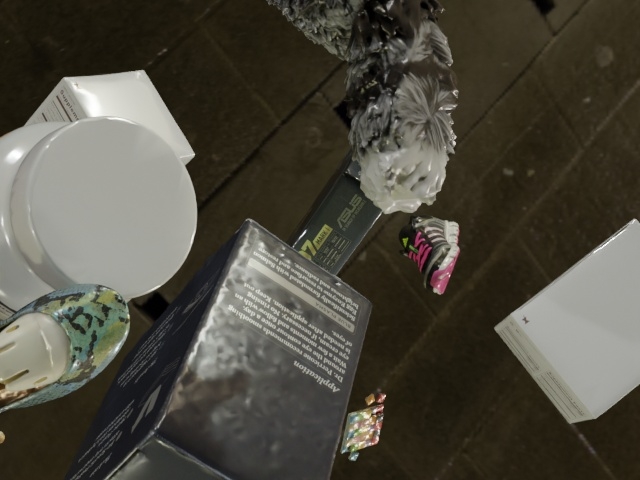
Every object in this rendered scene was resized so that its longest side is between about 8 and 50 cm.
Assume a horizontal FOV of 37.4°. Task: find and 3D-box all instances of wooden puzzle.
[{"bbox_3d":[0.047,0.204,1.028,0.049,0.006,0.083,-9,118,-37],"label":"wooden puzzle"}]

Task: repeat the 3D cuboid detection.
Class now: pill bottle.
[{"bbox_3d":[-0.228,-0.009,0.767,0.162,0.278,0.162,7,78,-38],"label":"pill bottle"}]

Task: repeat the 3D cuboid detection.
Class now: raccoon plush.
[{"bbox_3d":[-0.040,-0.235,0.914,0.216,0.299,0.446,18,71,-38],"label":"raccoon plush"}]

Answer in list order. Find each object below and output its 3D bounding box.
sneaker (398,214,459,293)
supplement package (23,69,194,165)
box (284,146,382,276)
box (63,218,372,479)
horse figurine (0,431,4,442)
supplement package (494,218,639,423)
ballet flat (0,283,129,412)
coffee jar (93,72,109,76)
[{"bbox_3d":[0.133,0.012,1.201,0.075,0.170,0.063,19,116,0],"label":"sneaker"},{"bbox_3d":[-0.301,-0.087,1.193,0.139,0.244,0.133,-21,77,-53],"label":"supplement package"},{"bbox_3d":[0.000,0.000,1.019,0.059,0.183,0.232,33,115,-4],"label":"box"},{"bbox_3d":[-0.063,0.102,0.513,0.093,0.156,0.158,34,39,-13],"label":"box"},{"bbox_3d":[-0.512,0.206,1.385,0.174,0.066,0.263,57,34,-35],"label":"horse figurine"},{"bbox_3d":[0.454,0.133,1.521,0.262,0.145,0.204,-36,79,-8],"label":"supplement package"},{"bbox_3d":[-0.211,0.087,0.623,0.188,0.070,0.070,-29,113,19],"label":"ballet flat"},{"bbox_3d":[-0.347,-0.192,1.467,0.096,0.184,0.079,25,122,-3],"label":"coffee jar"}]
